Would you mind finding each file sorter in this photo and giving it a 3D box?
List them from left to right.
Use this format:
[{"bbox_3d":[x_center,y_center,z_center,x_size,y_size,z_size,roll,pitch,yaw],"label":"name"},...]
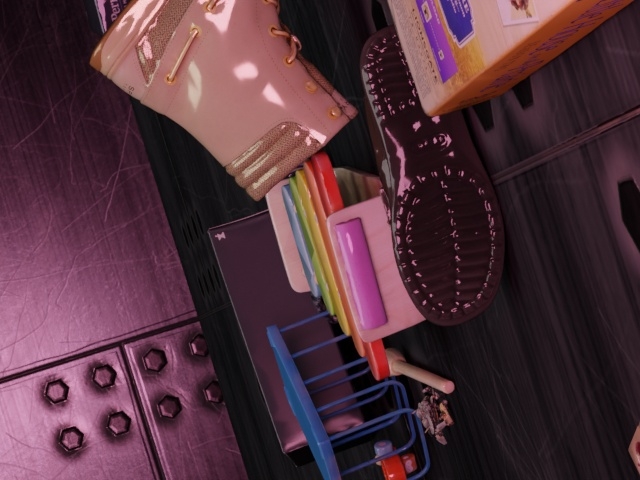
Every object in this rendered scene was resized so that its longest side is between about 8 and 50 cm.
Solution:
[{"bbox_3d":[0.029,0.164,1.796,0.170,0.104,0.118,-118,10,-45],"label":"file sorter"}]

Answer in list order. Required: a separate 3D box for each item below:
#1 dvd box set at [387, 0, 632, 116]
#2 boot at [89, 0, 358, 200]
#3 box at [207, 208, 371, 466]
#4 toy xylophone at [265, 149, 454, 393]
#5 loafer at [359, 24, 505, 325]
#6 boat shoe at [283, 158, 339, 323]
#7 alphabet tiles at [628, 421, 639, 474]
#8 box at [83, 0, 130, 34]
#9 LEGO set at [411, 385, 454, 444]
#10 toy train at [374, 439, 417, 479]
[{"bbox_3d":[0.079,-0.250,0.959,0.420,0.062,0.308,143,110,-80],"label":"dvd box set"},{"bbox_3d":[-0.037,-0.182,1.478,0.203,0.262,0.095,41,-169,-7],"label":"boot"},{"bbox_3d":[-0.032,0.110,2.001,0.184,0.103,0.261,61,-171,-78],"label":"box"},{"bbox_3d":[0.035,0.033,1.627,0.322,0.081,0.236,173,80,-80],"label":"toy xylophone"},{"bbox_3d":[0.081,-0.049,1.287,0.078,0.080,0.220,-108,7,-84],"label":"loafer"},{"bbox_3d":[0.000,0.000,1.833,0.083,0.065,0.183,-118,7,-46],"label":"boat shoe"},{"bbox_3d":[0.237,0.180,0.980,0.198,0.009,0.237,92,158,-61],"label":"alphabet tiles"},{"bbox_3d":[-0.120,-0.279,1.575,0.108,0.207,0.153,-144,38,-74],"label":"box"},{"bbox_3d":[0.101,0.160,1.644,0.083,0.023,0.054,92,158,-63],"label":"LEGO set"},{"bbox_3d":[0.099,0.290,1.829,0.125,0.046,0.166,-120,15,-73],"label":"toy train"}]
